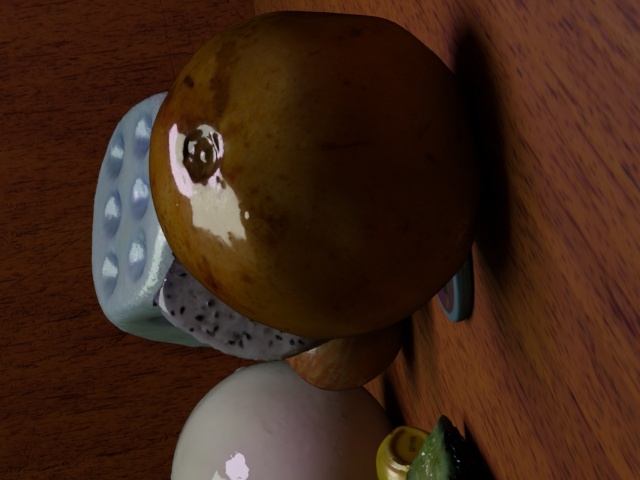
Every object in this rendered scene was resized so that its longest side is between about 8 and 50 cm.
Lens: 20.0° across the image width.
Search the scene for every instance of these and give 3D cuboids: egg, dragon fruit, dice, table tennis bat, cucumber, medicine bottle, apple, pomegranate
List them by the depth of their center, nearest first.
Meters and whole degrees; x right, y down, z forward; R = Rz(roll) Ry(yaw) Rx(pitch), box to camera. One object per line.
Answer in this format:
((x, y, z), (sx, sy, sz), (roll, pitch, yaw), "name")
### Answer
((0.006, -0.051, 1.385), (0.264, 0.264, 0.264), (172, 90, -85), "pomegranate")
((0.122, 0.226, 1.586), (0.078, 0.062, 0.211), (-62, 8, 13), "cucumber")
((0.093, -0.041, 1.588), (0.153, 0.040, 0.244), (88, 168, -56), "table tennis bat")
((0.106, 0.335, 1.829), (0.111, 0.076, 0.309), (-106, 8, -63), "medicine bottle")
((-0.016, -0.013, 1.866), (0.283, 0.204, 0.221), (-61, -2, 10), "dragon fruit")
((0.023, 0.093, 1.990), (0.131, 0.146, 0.146), (-49, 44, 47), "apple")
((-0.034, 0.288, 2.163), (0.345, 0.283, 0.283), (-147, 48, -73), "egg")
((-0.115, -0.022, 2.185), (0.264, 0.262, 0.268), (-25, 62, 61), "dice")
